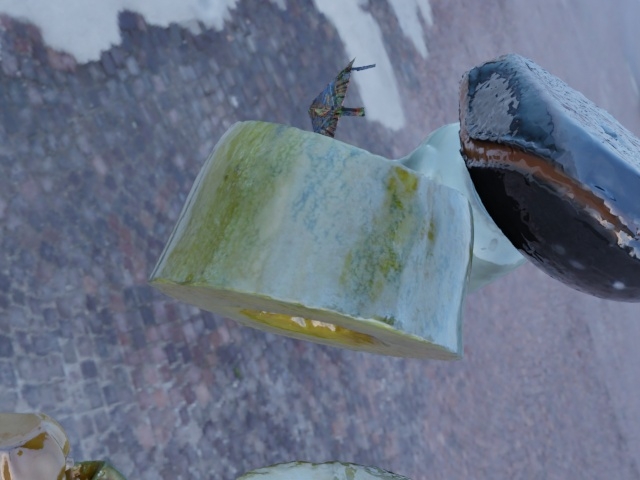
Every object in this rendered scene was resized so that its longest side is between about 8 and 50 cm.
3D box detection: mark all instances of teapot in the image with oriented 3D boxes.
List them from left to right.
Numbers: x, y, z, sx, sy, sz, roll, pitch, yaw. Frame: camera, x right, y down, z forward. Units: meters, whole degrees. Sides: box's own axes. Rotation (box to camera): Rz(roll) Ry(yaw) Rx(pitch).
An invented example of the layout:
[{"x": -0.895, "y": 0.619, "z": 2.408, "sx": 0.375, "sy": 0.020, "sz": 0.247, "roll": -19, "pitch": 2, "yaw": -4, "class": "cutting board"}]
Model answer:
[{"x": 0.143, "y": -0.076, "z": 1.214, "sx": 0.318, "sy": 0.149, "sz": 0.220, "roll": 44, "pitch": 53, "yaw": -11, "class": "teapot"}]

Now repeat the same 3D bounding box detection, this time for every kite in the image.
[{"x": 0.023, "y": -0.213, "z": 1.546, "sx": 0.010, "sy": 0.160, "sz": 0.183, "roll": 15, "pitch": 91, "yaw": -37, "class": "kite"}]

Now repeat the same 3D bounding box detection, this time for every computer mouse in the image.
[{"x": 0.191, "y": -0.049, "z": 0.747, "sx": 0.183, "sy": 0.116, "sz": 0.323, "roll": 36, "pitch": 19, "yaw": -14, "class": "computer mouse"}]

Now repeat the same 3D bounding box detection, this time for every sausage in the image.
[{"x": -0.443, "y": 0.294, "z": 1.224, "sx": 0.120, "sy": 0.241, "sz": 0.136, "roll": -119, "pitch": -154, "yaw": -60, "class": "sausage"}]

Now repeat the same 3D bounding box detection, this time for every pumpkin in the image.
[{"x": 0.000, "y": 0.000, "z": 0.985, "sx": 0.332, "sy": 0.332, "sz": 0.199, "roll": 26, "pitch": 72, "yaw": -59, "class": "pumpkin"}]

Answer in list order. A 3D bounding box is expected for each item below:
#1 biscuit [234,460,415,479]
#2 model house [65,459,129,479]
[{"x": 0.027, "y": 0.193, "z": 0.473, "sx": 0.220, "sy": 0.033, "sz": 0.220, "roll": 17, "pitch": 32, "yaw": -11, "class": "biscuit"}, {"x": -0.403, "y": 0.431, "z": 1.464, "sx": 0.268, "sy": 0.239, "sz": 0.173, "roll": 50, "pitch": 6, "yaw": -14, "class": "model house"}]
